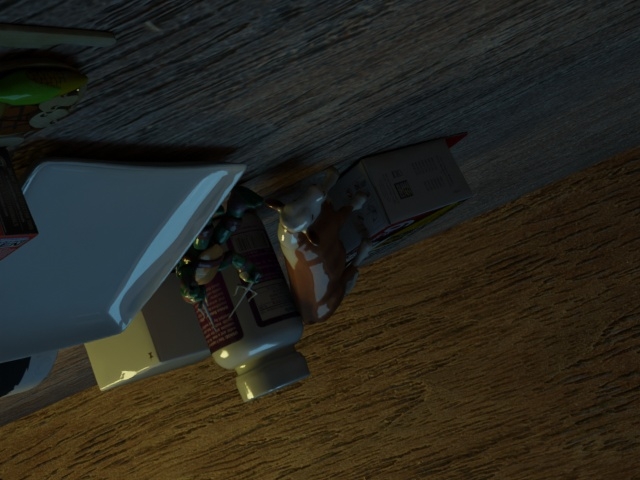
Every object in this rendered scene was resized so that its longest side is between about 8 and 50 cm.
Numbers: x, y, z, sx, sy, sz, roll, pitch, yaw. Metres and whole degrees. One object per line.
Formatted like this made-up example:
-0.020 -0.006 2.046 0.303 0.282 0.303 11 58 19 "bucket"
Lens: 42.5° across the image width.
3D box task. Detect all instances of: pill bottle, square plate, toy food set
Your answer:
-0.130 0.118 1.431 0.169 0.302 0.169 -21 171 -4 "pill bottle"
-0.291 0.018 1.003 0.344 0.049 0.347 -50 160 24 "square plate"
-0.253 -0.105 0.673 0.132 0.039 0.192 -13 167 -48 "toy food set"

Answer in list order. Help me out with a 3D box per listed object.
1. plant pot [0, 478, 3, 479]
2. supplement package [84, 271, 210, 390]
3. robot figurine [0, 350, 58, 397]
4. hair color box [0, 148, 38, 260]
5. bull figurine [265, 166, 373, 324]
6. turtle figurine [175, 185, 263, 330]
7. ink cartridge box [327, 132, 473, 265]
-0.534 0.262 0.843 0.341 0.334 0.341 -14 -151 8 "plant pot"
-0.318 0.172 1.683 0.177 0.175 0.293 -26 171 28 "supplement package"
-0.473 0.133 1.117 0.173 0.209 0.278 12 -174 22 "robot figurine"
-0.356 -0.011 0.796 0.167 0.093 0.053 -29 170 28 "hair color box"
0.000 0.000 1.340 0.188 0.101 0.310 -46 149 -35 "bull figurine"
-0.167 0.033 1.255 0.175 0.118 0.234 -37 149 -56 "turtle figurine"
0.130 -0.064 1.571 0.271 0.130 0.309 -19 170 -33 "ink cartridge box"
